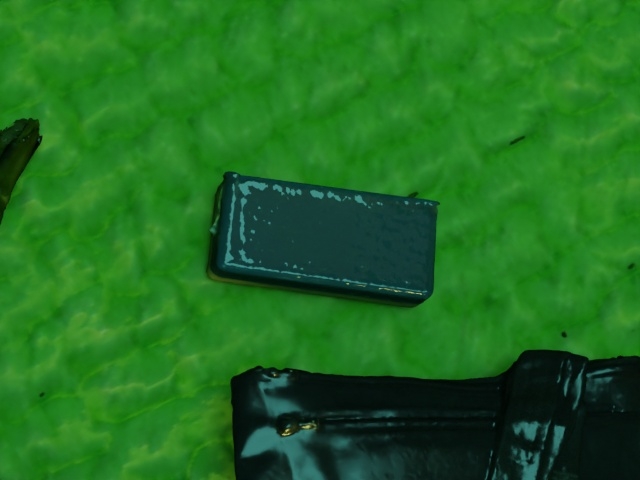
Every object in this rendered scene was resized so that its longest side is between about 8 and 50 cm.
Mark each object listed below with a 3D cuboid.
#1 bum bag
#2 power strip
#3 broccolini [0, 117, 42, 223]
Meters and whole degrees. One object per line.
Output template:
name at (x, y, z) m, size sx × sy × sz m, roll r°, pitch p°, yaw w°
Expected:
bum bag at (0.070, 0.120, 1.028) m, size 0.248 × 0.060 × 0.123 m, roll 0°, pitch 78°, yaw -18°
power strip at (0.000, 0.000, 1.050) m, size 0.123 × 0.032 × 0.056 m, roll 8°, pitch 74°, yaw -14°
broccolini at (-0.197, 0.020, 0.991) m, size 0.074 × 0.058 × 0.201 m, roll 44°, pitch 53°, yaw -17°
